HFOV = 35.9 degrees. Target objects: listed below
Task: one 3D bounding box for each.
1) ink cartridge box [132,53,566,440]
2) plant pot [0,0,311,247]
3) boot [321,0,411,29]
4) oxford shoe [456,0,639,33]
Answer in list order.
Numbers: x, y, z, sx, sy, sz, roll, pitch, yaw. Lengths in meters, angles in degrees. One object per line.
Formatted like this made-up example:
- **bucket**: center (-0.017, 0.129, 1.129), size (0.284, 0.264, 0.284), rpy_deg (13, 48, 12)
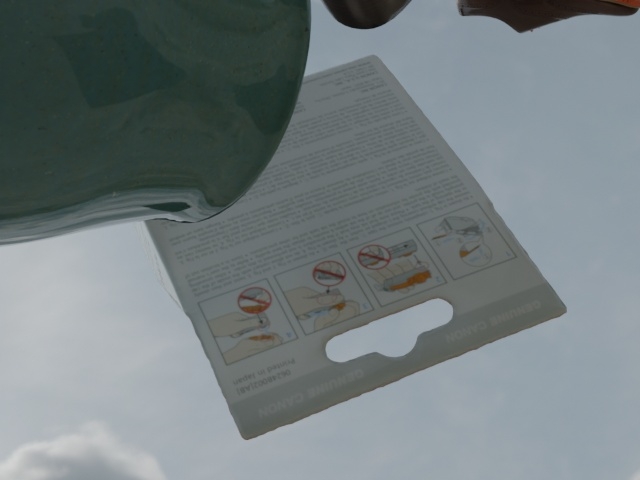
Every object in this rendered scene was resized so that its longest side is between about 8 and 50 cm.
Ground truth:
- **ink cartridge box**: center (0.000, 0.000, 0.948), size (0.308, 0.385, 0.091), rpy_deg (-20, -38, -14)
- **plant pot**: center (-0.155, -0.117, 0.483), size (0.255, 0.271, 0.271), rpy_deg (9, -58, -39)
- **boot**: center (0.038, -0.295, 0.545), size (0.264, 0.096, 0.280), rpy_deg (-53, -26, -9)
- **oxford shoe**: center (0.332, -0.353, 1.440), size (0.271, 0.097, 0.098), rpy_deg (13, -49, 12)
